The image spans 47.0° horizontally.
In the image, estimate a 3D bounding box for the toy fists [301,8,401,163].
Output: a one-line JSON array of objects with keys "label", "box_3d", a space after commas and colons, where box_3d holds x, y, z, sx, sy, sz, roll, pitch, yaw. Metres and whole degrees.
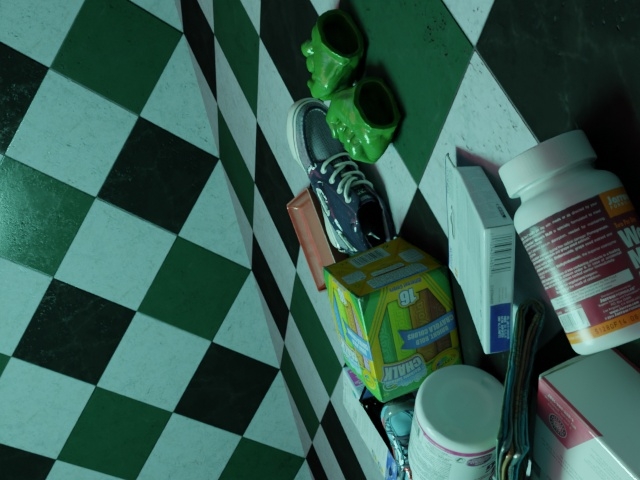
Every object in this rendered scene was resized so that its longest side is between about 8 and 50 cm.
[{"label": "toy fists", "box_3d": [0.046, -0.269, 1.323, 0.279, 0.096, 0.142, 64, 164, 16]}]

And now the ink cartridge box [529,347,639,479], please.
[{"label": "ink cartridge box", "box_3d": [0.365, 0.307, 0.903, 0.207, 0.117, 0.282, -129, 25, -50]}]

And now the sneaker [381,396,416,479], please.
[{"label": "sneaker", "box_3d": [0.197, 0.432, 1.493, 0.125, 0.104, 0.261, -98, -11, -60]}]

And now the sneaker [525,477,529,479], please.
[{"label": "sneaker", "box_3d": [0.350, 0.480, 1.203, 0.235, 0.097, 0.084, -137, 31, -59]}]

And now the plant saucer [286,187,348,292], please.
[{"label": "plant saucer", "box_3d": [0.000, 0.000, 1.894, 0.259, 0.048, 0.258, 151, 99, -75]}]

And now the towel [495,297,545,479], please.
[{"label": "towel", "box_3d": [0.283, 0.300, 1.049, 0.271, 0.040, 0.370, -63, -28, -47]}]

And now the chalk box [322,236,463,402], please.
[{"label": "chalk box", "box_3d": [0.142, 0.173, 1.387, 0.179, 0.180, 0.288, -141, 33, -62]}]

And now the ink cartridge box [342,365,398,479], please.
[{"label": "ink cartridge box", "box_3d": [0.150, 0.501, 1.974, 0.185, 0.065, 0.311, 88, 159, -48]}]

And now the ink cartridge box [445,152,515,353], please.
[{"label": "ink cartridge box", "box_3d": [0.233, 0.012, 1.081, 0.224, 0.045, 0.223, -100, 1, -56]}]

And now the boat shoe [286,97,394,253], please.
[{"label": "boat shoe", "box_3d": [0.049, -0.127, 1.472, 0.158, 0.127, 0.340, 13, 130, 64]}]

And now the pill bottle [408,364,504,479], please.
[{"label": "pill bottle", "box_3d": [0.240, 0.360, 1.312, 0.283, 0.161, 0.160, 88, 156, -49]}]

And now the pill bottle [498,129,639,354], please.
[{"label": "pill bottle", "box_3d": [0.285, 0.001, 0.794, 0.121, 0.121, 0.221, 126, 123, -71]}]

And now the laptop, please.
[{"label": "laptop", "box_3d": [0.208, 0.429, 1.702, 0.264, 0.137, 0.234, -32, 90, 49]}]
